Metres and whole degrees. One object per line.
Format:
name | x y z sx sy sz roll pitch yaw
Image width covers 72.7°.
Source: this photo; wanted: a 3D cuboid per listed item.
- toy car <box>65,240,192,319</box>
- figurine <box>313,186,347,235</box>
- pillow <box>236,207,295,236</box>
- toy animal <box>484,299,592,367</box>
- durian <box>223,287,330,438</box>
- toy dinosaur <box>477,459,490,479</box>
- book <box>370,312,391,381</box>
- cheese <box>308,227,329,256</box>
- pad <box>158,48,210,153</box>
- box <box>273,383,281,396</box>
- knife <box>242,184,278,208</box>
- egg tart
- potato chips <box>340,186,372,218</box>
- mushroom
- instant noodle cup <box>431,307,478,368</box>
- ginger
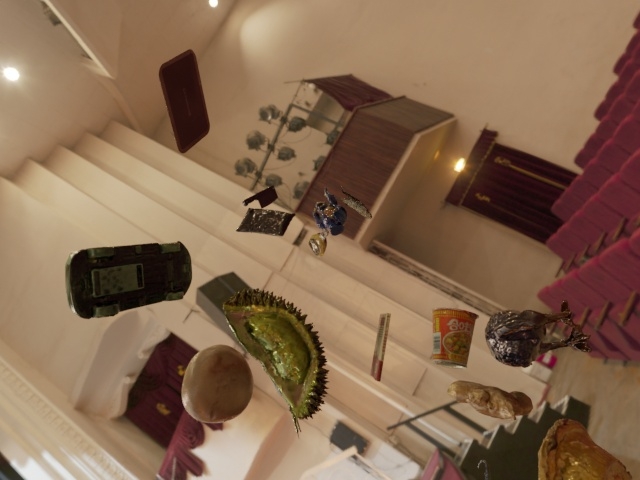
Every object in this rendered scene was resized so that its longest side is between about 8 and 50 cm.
toy car | -0.416 0.076 0.943 0.305 0.125 0.136 -9 -84 -64
figurine | 0.051 -0.122 2.046 0.120 0.262 0.164 18 -62 -31
pillow | -0.216 -0.074 1.721 0.055 0.208 0.141 79 -153 -44
toy animal | 0.432 0.197 0.903 0.185 0.122 0.298 -14 -22 0
durian | -0.086 0.250 1.017 0.169 0.352 0.158 -33 9 -16
toy dinosaur | 0.645 1.062 1.688 0.076 0.147 0.363 30 -107 -52
book | 0.215 0.376 1.557 0.162 0.022 0.232 98 -176 -80
cheese | 0.001 0.000 1.650 0.036 0.086 0.162 -24 -16 -28
pad | -0.393 -0.405 1.280 0.176 0.002 0.266 -60 -24 -44
box | -0.122 0.474 1.616 0.079 0.135 0.269 -14 -29 -26
knife | -0.250 -0.175 1.860 0.245 0.019 0.072 -39 -70 -56
egg tart | 0.526 0.500 0.849 0.118 0.288 0.288 -24 17 50
potato chips | 0.154 -0.172 2.000 0.029 0.202 0.220 -50 -25 -3
mushroom | -0.420 0.549 1.682 0.292 0.290 0.293 14 -111 -41
instant noodle cup | 0.530 0.396 1.744 0.193 0.193 0.212 68 -149 -65
ginger | 0.337 0.325 0.901 0.132 0.214 0.059 10 -100 -33
